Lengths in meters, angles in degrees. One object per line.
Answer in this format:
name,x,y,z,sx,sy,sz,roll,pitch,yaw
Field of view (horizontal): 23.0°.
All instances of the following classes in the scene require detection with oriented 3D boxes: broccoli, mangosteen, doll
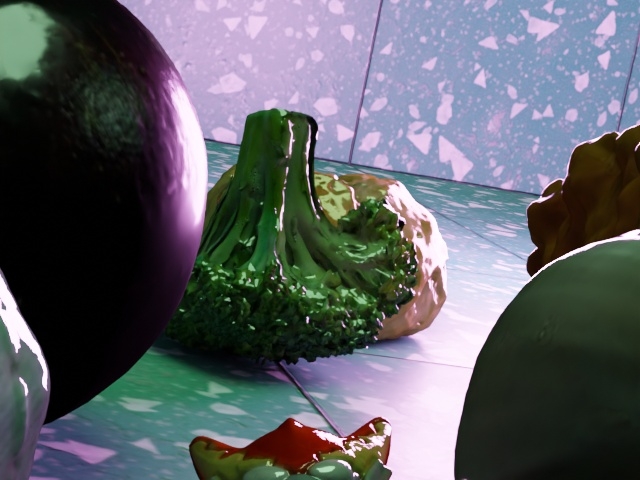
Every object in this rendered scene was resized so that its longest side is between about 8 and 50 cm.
broccoli,-0.029,-0.004,1.177,0.220,0.194,0.194,2,11,-17
mangosteen,-0.199,-0.048,0.831,0.297,0.313,0.297,7,-2,0
doll,-0.010,0.133,0.770,0.109,0.057,0.169,-6,25,-3

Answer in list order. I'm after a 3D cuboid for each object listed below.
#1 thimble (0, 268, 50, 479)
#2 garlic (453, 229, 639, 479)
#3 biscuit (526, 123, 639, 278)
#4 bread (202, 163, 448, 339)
thimble,-0.228,0.043,0.550,0.250,0.205,0.172,19,10,13
garlic,0.158,0.120,0.506,0.279,0.132,0.325,51,-17,10
biscuit,0.261,0.056,0.840,0.318,0.110,0.312,35,-4,-2
bread,0.000,0.000,1.390,0.244,0.134,0.244,8,9,-1
